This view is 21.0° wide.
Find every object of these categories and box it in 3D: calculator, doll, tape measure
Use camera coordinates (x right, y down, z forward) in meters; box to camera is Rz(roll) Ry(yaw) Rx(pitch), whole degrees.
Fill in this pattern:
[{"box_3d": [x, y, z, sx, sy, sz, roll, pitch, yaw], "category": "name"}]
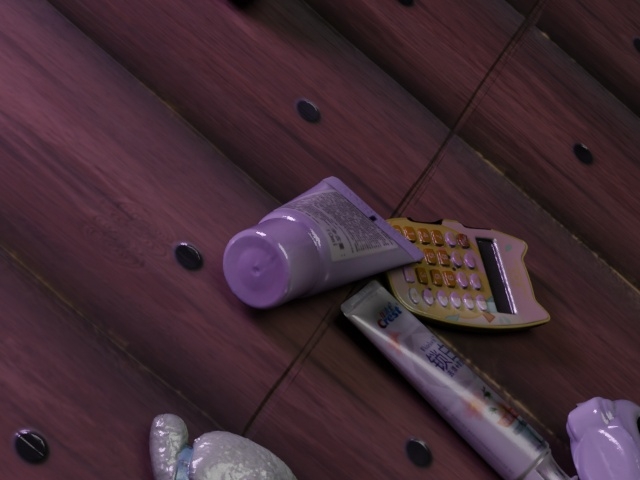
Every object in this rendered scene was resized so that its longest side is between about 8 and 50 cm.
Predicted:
[{"box_3d": [0.164, 0.043, 2.082, 0.236, 0.033, 0.157, 9, 52, -31], "category": "calculator"}, {"box_3d": [-0.081, 0.244, 1.685, 0.214, 0.071, 0.103, 35, 40, -5], "category": "doll"}, {"box_3d": [0.355, 0.279, 1.975, 0.178, 0.105, 0.196, 32, 30, -46], "category": "tape measure"}]

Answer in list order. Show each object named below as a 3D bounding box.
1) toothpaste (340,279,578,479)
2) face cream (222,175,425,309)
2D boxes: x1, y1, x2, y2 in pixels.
[{"box_3d": [0.154, 0.173, 1.946, 0.323, 0.066, 0.100, 44, 32, 6], "category": "toothpaste"}, {"box_3d": [0.000, 0.000, 1.947, 0.154, 0.096, 0.274, 39, 31, 18], "category": "face cream"}]
